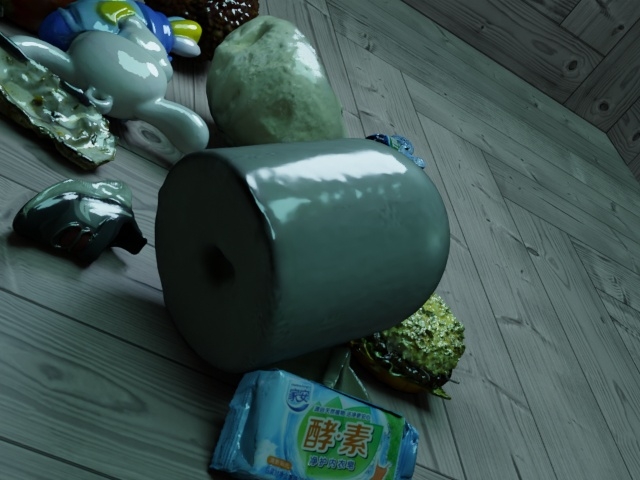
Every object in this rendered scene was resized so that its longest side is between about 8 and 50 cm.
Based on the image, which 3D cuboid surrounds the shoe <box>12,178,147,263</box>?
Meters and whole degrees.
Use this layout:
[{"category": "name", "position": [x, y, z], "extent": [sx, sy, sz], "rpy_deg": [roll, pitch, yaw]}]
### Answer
[{"category": "shoe", "position": [-0.336, -0.022, 1.523], "extent": [0.112, 0.099, 0.227], "rpy_deg": [53, 27, 11]}]

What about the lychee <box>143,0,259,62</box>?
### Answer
[{"category": "lychee", "position": [-0.247, -0.500, 2.257], "extent": [0.267, 0.267, 0.267], "rpy_deg": [31, 27, -17]}]

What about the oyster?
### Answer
[{"category": "oyster", "position": [-0.468, -0.242, 1.704], "extent": [0.345, 0.079, 0.128], "rpy_deg": [43, 46, -10]}]

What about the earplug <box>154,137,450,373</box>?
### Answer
[{"category": "earplug", "position": [0.000, 0.000, 1.551], "extent": [0.394, 0.312, 0.312], "rpy_deg": [-12, 53, -36]}]

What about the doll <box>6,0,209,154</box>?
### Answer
[{"category": "doll", "position": [-0.372, -0.332, 1.912], "extent": [0.376, 0.187, 0.365], "rpy_deg": [39, 34, -28]}]

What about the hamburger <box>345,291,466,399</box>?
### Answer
[{"category": "hamburger", "position": [0.146, 0.157, 1.817], "extent": [0.243, 0.138, 0.261], "rpy_deg": [28, 27, -25]}]

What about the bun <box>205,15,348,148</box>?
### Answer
[{"category": "bun", "position": [-0.094, -0.240, 2.005], "extent": [0.359, 0.211, 0.359], "rpy_deg": [60, -10, 18]}]

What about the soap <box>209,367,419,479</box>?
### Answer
[{"category": "soap", "position": [0.005, 0.279, 1.422], "extent": [0.293, 0.077, 0.156], "rpy_deg": [24, 67, -29]}]

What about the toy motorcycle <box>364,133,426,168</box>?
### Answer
[{"category": "toy motorcycle", "position": [0.163, -0.175, 2.451], "extent": [0.136, 0.092, 0.254], "rpy_deg": [20, 39, -18]}]

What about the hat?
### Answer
[{"category": "hat", "position": [-0.014, 0.258, 1.537], "extent": [0.144, 0.173, 0.166], "rpy_deg": [6, 25, 44]}]

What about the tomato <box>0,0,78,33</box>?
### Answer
[{"category": "tomato", "position": [-0.550, -0.550, 1.919], "extent": [0.335, 0.176, 0.289], "rpy_deg": [19, 49, -43]}]
